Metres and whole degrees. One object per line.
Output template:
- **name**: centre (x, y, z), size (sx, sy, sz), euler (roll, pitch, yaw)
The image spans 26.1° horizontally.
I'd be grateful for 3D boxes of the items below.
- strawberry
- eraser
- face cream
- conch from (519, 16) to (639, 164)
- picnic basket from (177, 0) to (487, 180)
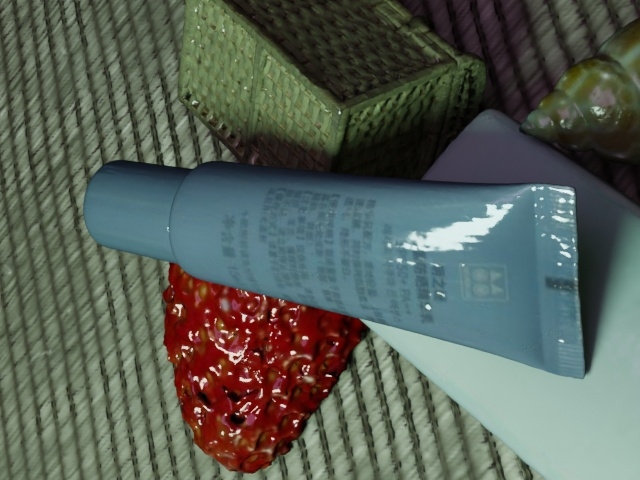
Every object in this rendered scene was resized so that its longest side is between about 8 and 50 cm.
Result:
- **strawberry**: centre (-0.065, 0.063, 1.086), size (0.190, 0.111, 0.236), euler (8, 83, 31)
- **eraser**: centre (0.175, 0.060, 0.943), size (0.290, 0.104, 0.189), euler (41, 107, 33)
- **face cream**: centre (0.000, 0.000, 0.951), size (0.385, 0.086, 0.135), euler (10, 121, 32)
- **conch**: centre (0.244, -0.101, 0.945), size (0.173, 0.106, 0.116), euler (22, 109, 20)
- **picnic basket**: centre (0.009, -0.127, 1.059), size (0.196, 0.154, 0.134), euler (45, 143, 32)
